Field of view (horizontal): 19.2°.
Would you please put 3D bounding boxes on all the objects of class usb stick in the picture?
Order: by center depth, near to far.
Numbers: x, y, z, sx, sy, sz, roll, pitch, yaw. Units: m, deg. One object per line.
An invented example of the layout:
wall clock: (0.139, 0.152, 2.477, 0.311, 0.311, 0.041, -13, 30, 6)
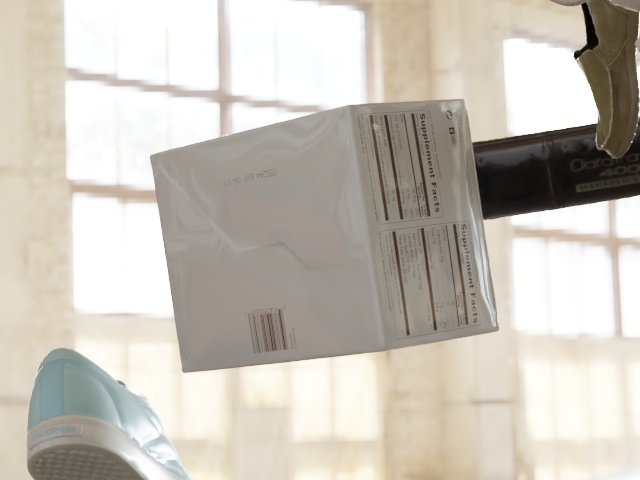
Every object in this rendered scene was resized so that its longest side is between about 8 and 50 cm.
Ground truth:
usb stick: (0.264, -0.072, 1.679, 0.278, 0.077, 0.045, -9, 23, 7)

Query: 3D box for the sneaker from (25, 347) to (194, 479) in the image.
sneaker: (-0.197, 0.227, 1.999, 0.135, 0.150, 0.366, -11, -33, 11)

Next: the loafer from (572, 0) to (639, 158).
loafer: (0.232, -0.141, 1.543, 0.050, 0.148, 0.056, 0, 5, -5)

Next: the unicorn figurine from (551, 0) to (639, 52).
unicorn figurine: (0.142, -0.141, 0.881, 0.111, 0.162, 0.060, 6, 18, 1)

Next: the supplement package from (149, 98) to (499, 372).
supplement package: (0.000, 0.000, 1.637, 0.145, 0.204, 0.262, -7, -2, -43)
